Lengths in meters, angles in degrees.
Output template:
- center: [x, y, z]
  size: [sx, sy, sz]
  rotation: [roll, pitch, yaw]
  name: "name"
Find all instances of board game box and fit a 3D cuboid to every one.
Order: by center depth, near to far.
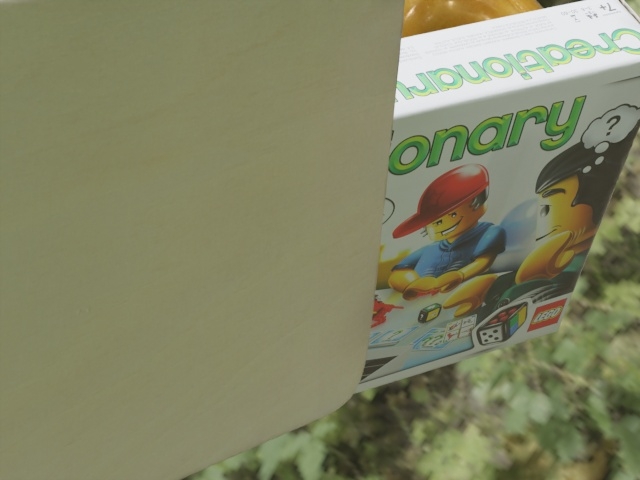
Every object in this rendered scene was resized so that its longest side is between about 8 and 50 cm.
- center: [0.000, 0.000, 0.803]
  size: [0.053, 0.305, 0.193]
  rotation: [55, 148, 35]
  name: "board game box"

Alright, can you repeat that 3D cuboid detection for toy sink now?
- center: [-0.102, -0.013, 0.497]
  size: [0.131, 0.234, 0.153]
  rotation: [21, 115, 36]
  name: "toy sink"

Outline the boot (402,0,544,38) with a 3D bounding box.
- center: [0.079, -0.082, 1.229]
  size: [0.104, 0.295, 0.211]
  rotation: [-33, 68, -30]
  name: "boot"
